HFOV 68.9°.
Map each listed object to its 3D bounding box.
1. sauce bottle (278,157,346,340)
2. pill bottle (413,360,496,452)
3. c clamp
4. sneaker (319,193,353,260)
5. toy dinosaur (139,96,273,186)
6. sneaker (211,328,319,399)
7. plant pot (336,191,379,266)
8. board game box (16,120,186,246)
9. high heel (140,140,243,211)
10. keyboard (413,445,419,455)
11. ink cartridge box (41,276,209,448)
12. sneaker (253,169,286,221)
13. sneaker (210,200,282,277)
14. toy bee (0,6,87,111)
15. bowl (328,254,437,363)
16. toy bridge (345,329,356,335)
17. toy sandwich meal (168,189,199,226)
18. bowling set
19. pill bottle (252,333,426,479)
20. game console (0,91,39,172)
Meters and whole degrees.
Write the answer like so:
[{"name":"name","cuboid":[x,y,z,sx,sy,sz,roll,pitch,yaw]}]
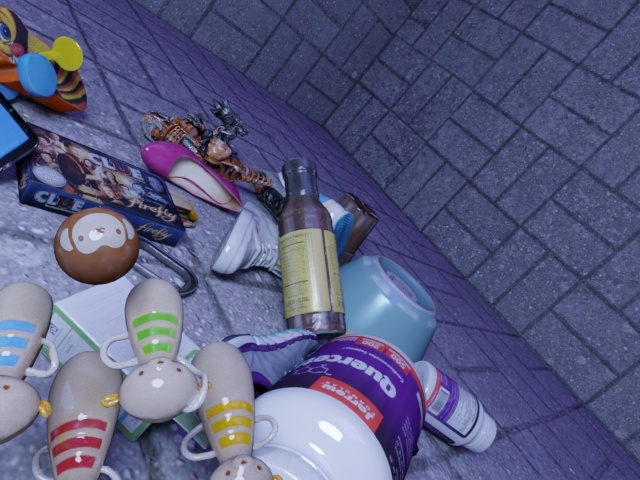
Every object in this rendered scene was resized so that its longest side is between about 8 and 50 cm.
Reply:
[{"name":"sauce bottle","cuboid":[-0.022,0.011,0.875,0.111,0.111,0.345,21,57,-49]},{"name":"pill bottle","cuboid":[0.249,0.332,0.919,0.193,0.108,0.108,38,17,-12]},{"name":"c clamp","cuboid":[-0.259,0.040,0.700,0.160,0.022,0.137,35,13,-15]},{"name":"sneaker","cuboid":[0.000,0.000,1.024,0.087,0.229,0.092,-27,60,-39]},{"name":"toy dinosaur","cuboid":[-0.274,-0.219,1.152,0.322,0.164,0.218,49,26,-28]},{"name":"sneaker","cuboid":[-0.073,0.187,0.675,0.223,0.083,0.098,8,57,-53]},{"name":"plant pot","cuboid":[0.070,-0.040,1.350,0.167,0.165,0.167,37,17,-13]},{"name":"board game box","cuboid":[-0.353,-0.086,0.759,0.243,0.042,0.165,22,25,-47]},{"name":"high heel","cuboid":[-0.264,-0.127,0.990,0.117,0.082,0.244,39,1,31]},{"name":"keyboard","cuboid":[0.108,0.319,0.770,0.192,0.038,0.100,25,23,-40]},{"name":"ink cartridge box","cuboid":[-0.193,0.140,0.514,0.209,0.062,0.109,42,17,3]},{"name":"sneaker","cuboid":[-0.119,-0.108,1.259,0.108,0.100,0.271,13,26,-30]},{"name":"sneaker","cuboid":[-0.108,0.018,0.923,0.169,0.108,0.292,35,17,-10]},{"name":"toy bee","cuboid":[-0.492,-0.312,0.760,0.195,0.162,0.298,-2,5,-12]},{"name":"bowl","cuboid":[0.139,0.150,1.039,0.311,0.163,0.311,38,17,-14]},{"name":"toy bridge","cuboid":[0.052,0.207,0.879,0.188,0.063,0.026,45,18,10]},{"name":"toy sandwich meal","cuboid":[-0.269,-0.061,0.899,0.085,0.029,0.085,37,18,-14]},{"name":"bowling set","cuboid":[-0.168,0.094,0.315,0.286,0.200,0.154,-5,35,-18]},{"name":"pill bottle","cuboid":[0.011,0.230,0.532,0.181,0.181,0.323,45,17,12]},{"name":"game console","cuboid":[-0.465,-0.146,0.592,0.144,0.085,0.124,45,17,14]}]
